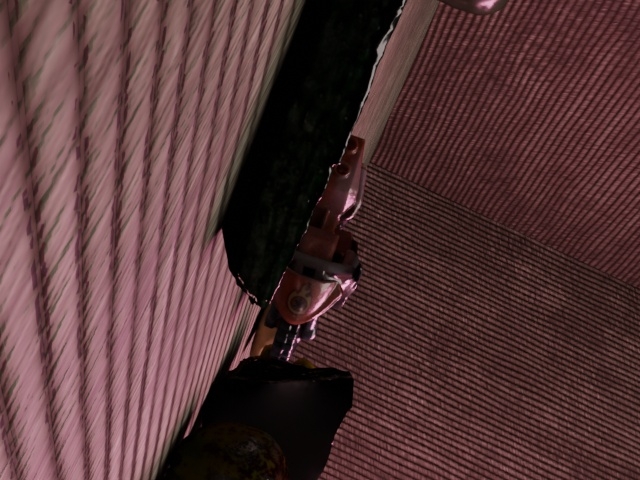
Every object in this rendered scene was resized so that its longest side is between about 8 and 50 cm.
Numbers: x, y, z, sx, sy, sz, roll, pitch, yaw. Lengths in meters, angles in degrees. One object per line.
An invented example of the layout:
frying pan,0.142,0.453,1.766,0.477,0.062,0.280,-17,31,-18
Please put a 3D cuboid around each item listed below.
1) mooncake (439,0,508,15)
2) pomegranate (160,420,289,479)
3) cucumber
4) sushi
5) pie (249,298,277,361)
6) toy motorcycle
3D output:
mooncake,0.158,-0.306,0.920,0.168,0.104,0.175,50,61,-82
pomegranate,-0.077,0.237,0.845,0.163,0.125,0.138,19,-105,48
cucumber,0.002,-0.074,0.471,0.070,0.046,0.220,-66,-178,-63
sushi,-0.057,0.203,1.042,0.150,0.153,0.172,-120,-149,-71
pie,-0.029,0.059,1.233,0.185,0.052,0.218,-64,177,29
toy motorcycle,0.000,0.000,0.830,0.118,0.084,0.213,107,1,-70
